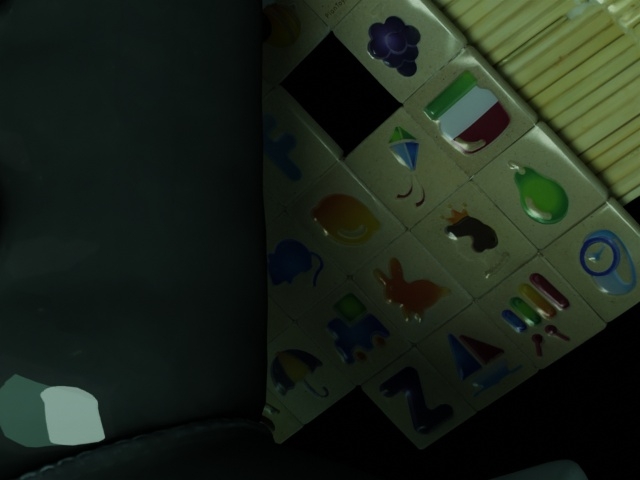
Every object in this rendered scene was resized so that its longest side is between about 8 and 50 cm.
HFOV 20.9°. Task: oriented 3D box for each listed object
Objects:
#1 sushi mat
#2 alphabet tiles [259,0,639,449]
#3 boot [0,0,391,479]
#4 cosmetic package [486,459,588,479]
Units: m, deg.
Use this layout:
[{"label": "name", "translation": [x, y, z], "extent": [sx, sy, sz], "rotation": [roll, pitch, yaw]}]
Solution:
[{"label": "sushi mat", "translation": [0.147, -0.127, 0.602], "extent": [0.316, 0.019, 0.151], "rotation": [-35, 99, 34]}, {"label": "alphabet tiles", "translation": [0.000, 0.000, 0.727], "extent": [0.198, 0.009, 0.237], "rotation": [46, 130, -4]}, {"label": "boot", "translation": [-0.031, -0.029, 0.561], "extent": [0.367, 0.146, 0.445], "rotation": [-8, 72, 16]}, {"label": "cosmetic package", "translation": [0.114, 0.351, 0.736], "extent": [0.161, 0.230, 0.453], "rotation": [-21, 106, 30]}]
